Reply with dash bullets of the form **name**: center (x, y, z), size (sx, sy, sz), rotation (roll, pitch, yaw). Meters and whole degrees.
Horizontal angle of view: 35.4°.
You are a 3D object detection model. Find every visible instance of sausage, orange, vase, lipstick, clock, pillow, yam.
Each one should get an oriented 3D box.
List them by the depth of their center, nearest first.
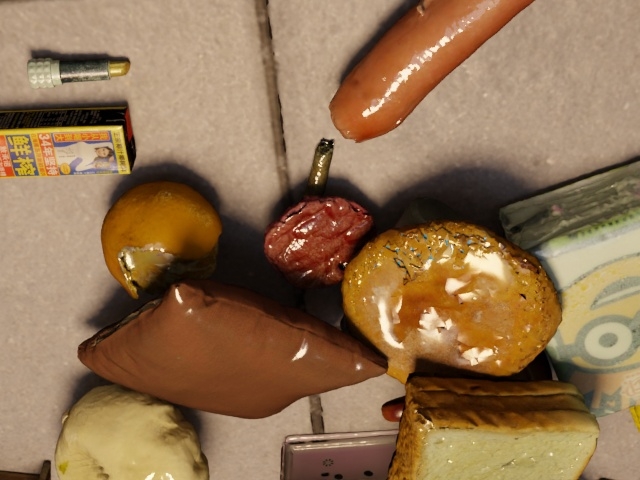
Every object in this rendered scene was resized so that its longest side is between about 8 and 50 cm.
- **sausage**: center (0.172, -0.260, 1.109), size (0.419, 0.094, 0.094), rotation (-40, 99, 21)
- **lipstick**: center (-0.281, -0.197, 1.176), size (0.116, 0.037, 0.037), rotation (-3, 121, -3)
- **orange**: center (-0.198, 0.003, 1.242), size (0.156, 0.134, 0.156), rotation (7, 118, 13)
- **yam**: center (-0.010, -0.066, 1.261), size (0.033, 0.027, 0.129), rotation (9, 120, -7)
- **pillow**: center (-0.116, 0.146, 1.279), size (0.305, 0.108, 0.308), rotation (22, 149, -26)
- **vase**: center (0.101, 0.048, 1.303), size (0.086, 0.086, 0.214), rotation (25, 122, -14)
- **clock**: center (0.039, 0.345, 1.440), size (0.193, 0.145, 0.073), rotation (-4, 116, 3)

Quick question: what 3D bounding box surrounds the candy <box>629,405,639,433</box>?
- **candy**: center (0.499, 0.256, 1.424), size (0.106, 0.094, 0.199), rotation (-20, 126, 10)

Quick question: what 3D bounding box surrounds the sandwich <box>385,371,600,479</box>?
- **sandwich**: center (0.206, 0.292, 1.268), size (0.249, 0.095, 0.273), rotation (2, 127, -11)

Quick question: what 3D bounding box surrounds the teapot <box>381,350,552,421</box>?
- **teapot**: center (0.200, 0.199, 1.361), size (0.252, 0.135, 0.178), rotation (-15, 87, -9)

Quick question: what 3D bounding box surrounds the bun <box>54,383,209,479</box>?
- **bun**: center (-0.247, 0.312, 1.401), size (0.259, 0.160, 0.259), rotation (26, 135, 30)

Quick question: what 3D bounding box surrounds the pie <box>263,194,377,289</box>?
- **pie**: center (0.000, 0.000, 1.271), size (0.153, 0.038, 0.153), rotation (-11, 131, -14)

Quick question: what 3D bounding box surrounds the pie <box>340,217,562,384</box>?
- **pie**: center (0.155, 0.081, 1.224), size (0.273, 0.069, 0.273), rotation (6, 120, 10)

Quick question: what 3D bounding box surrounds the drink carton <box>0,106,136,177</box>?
- **drink carton**: center (-0.310, -0.119, 1.211), size (0.165, 0.056, 0.071), rotation (-2, 129, 1)

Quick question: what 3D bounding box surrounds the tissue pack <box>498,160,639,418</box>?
- **tissue pack**: center (0.384, 0.069, 1.289), size (0.228, 0.128, 0.311), rotation (-19, 121, 11)

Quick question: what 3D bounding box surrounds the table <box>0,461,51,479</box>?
- **table**: center (-0.497, 0.447, 1.480), size (0.169, 0.172, 0.193), rotation (7, 121, -4)
